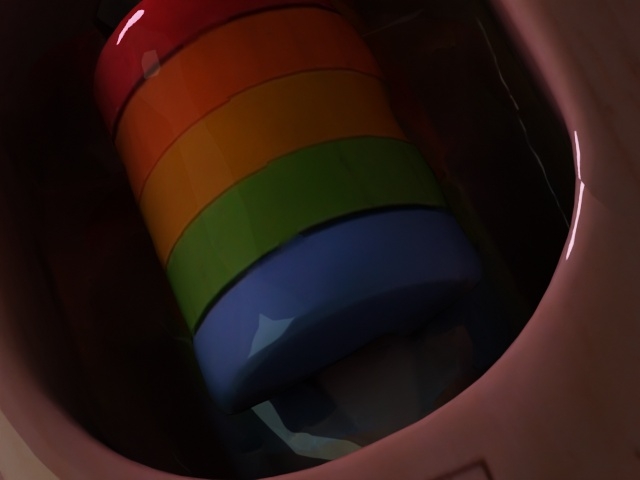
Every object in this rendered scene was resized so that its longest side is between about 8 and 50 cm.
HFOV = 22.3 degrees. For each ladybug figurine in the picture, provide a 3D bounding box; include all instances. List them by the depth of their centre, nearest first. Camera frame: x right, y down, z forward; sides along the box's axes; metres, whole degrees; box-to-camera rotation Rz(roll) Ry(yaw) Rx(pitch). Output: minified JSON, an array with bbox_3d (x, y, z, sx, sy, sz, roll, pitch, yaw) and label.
[{"bbox_3d":[0.000,0.000,0.566,0.162,0.305,0.449,56,-169,-58],"label":"ladybug figurine"}]
